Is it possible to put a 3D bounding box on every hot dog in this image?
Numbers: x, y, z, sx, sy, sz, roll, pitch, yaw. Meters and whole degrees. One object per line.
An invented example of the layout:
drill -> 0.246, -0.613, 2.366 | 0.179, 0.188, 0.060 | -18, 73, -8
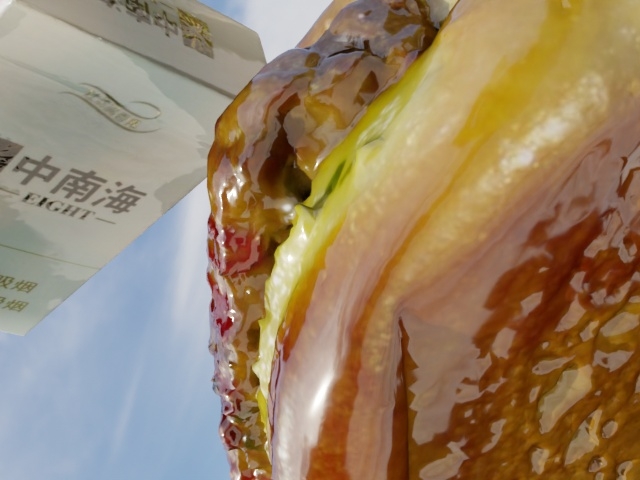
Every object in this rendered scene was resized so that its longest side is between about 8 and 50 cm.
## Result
hot dog -> 0.055, 0.050, 0.483 | 0.223, 0.185, 0.405 | -19, -55, -19

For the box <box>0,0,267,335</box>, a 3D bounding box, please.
box -> -0.159, -0.045, 0.519 | 0.155, 0.243, 0.067 | 20, -135, -45
